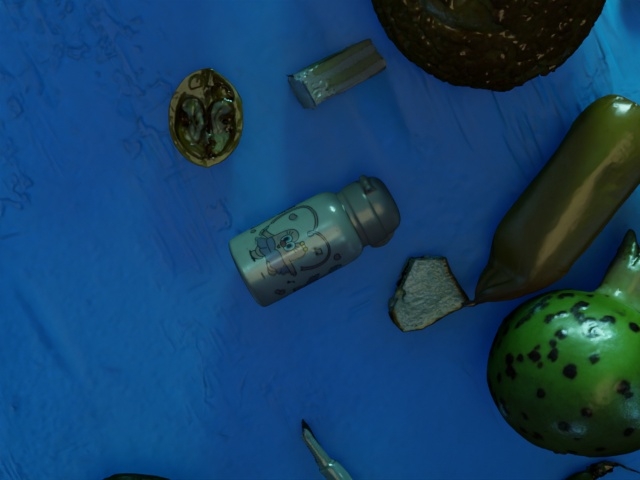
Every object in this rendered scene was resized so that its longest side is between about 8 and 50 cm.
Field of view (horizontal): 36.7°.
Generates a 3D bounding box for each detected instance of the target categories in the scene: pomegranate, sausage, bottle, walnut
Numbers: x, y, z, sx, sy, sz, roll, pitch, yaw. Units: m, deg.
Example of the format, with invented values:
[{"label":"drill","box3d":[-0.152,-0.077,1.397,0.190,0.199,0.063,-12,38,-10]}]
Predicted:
[{"label":"pomegranate","box3d":[0.330,0.133,1.214,0.231,0.231,0.285,24,59,-7]},{"label":"sausage","box3d":[0.297,-0.033,1.207,0.112,0.112,0.328,36,98,-9]},{"label":"bottle","box3d":[0.000,0.000,1.206,0.209,0.097,0.110,-27,134,2]},{"label":"walnut","box3d":[-0.139,-0.152,1.187,0.091,0.052,0.121,4,99,-2]}]

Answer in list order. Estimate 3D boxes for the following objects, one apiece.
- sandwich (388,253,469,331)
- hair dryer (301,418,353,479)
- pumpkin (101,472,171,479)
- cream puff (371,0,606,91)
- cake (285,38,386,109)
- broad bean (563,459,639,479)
[{"label":"sandwich","box3d":[0.130,0.068,1.254,0.105,0.036,0.093,-33,102,5]},{"label":"hair dryer","box3d":[0.104,0.355,1.301,0.229,0.092,0.267,-9,92,-9]},{"label":"pumpkin","box3d":[-0.238,0.412,1.245,0.224,0.157,0.223,0,93,5]},{"label":"cream puff","box3d":[0.190,-0.320,1.091,0.303,0.212,0.303,0,100,2]},{"label":"cake","box3d":[0.020,-0.209,1.197,0.121,0.065,0.052,-31,102,-20]},{"label":"broad bean","box3d":[0.325,0.439,1.331,0.098,0.056,0.318,29,97,-8]}]
